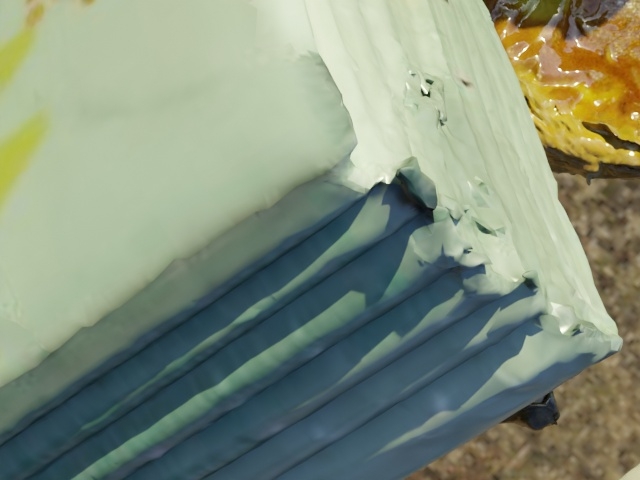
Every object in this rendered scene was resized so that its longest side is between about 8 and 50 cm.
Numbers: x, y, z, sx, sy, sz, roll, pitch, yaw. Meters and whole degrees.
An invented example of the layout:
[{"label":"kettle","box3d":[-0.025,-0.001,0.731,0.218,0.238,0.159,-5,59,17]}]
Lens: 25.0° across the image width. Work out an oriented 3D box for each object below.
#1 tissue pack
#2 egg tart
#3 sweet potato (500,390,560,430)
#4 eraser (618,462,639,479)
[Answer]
[{"label":"tissue pack","box3d":[-0.119,0.001,0.527,0.388,0.287,0.162,-34,137,24]},{"label":"egg tart","box3d":[0.303,-0.222,1.464,0.352,0.352,0.150,-48,163,1]},{"label":"sweet potato","box3d":[-0.009,0.087,0.826,0.286,0.112,0.085,0,158,-1]},{"label":"eraser","box3d":[0.326,0.229,0.985,0.279,0.124,0.081,26,120,-38]}]
